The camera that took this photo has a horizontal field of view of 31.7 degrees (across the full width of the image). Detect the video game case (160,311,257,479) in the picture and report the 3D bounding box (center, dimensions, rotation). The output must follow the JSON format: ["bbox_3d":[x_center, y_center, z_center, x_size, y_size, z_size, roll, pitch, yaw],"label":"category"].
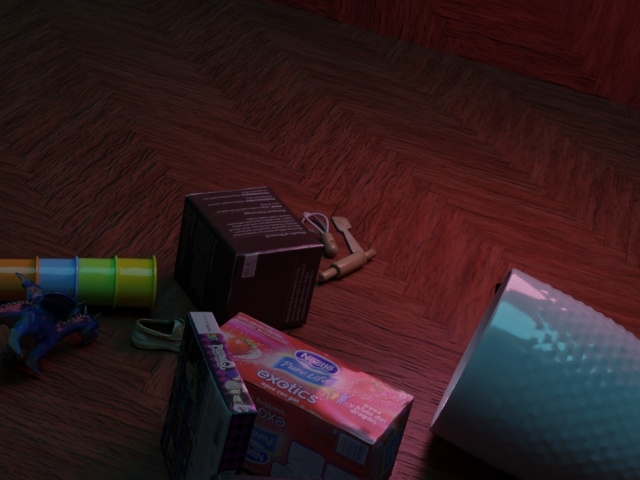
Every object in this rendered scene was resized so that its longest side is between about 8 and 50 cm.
[{"bbox_3d":[-0.152,0.246,1.475,0.042,0.232,0.210,1,31,-24],"label":"video game case"}]

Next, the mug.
[{"bbox_3d":[0.371,0.237,1.699,0.328,0.276,0.374,28,2,7],"label":"mug"}]

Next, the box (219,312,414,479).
[{"bbox_3d":[-0.040,0.248,1.598,0.300,0.154,0.142,23,30,20],"label":"box"}]

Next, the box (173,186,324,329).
[{"bbox_3d":[-0.127,0.033,1.912,0.167,0.168,0.203,-7,36,-32],"label":"box"}]

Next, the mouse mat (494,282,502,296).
[{"bbox_3d":[0.363,0.142,1.804,0.190,0.152,0.007,22,60,20],"label":"mouse mat"}]

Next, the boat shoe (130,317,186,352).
[{"bbox_3d":[-0.233,0.148,1.798,0.135,0.045,0.050,1,32,-19],"label":"boat shoe"}]

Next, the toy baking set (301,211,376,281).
[{"bbox_3d":[0.004,0.004,2.151,0.197,0.030,0.256,34,36,32],"label":"toy baking set"}]

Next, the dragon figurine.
[{"bbox_3d":[-0.418,0.103,1.650,0.085,0.289,0.144,24,69,22],"label":"dragon figurine"}]

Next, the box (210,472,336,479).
[{"bbox_3d":[-0.007,0.391,1.348,0.270,0.165,0.143,5,30,-12],"label":"box"}]

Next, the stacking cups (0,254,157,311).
[{"bbox_3d":[-0.428,0.062,1.831,0.316,0.096,0.096,4,31,-12],"label":"stacking cups"}]
